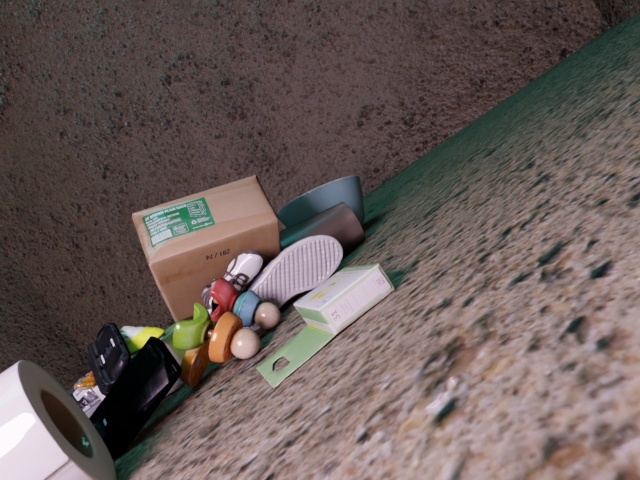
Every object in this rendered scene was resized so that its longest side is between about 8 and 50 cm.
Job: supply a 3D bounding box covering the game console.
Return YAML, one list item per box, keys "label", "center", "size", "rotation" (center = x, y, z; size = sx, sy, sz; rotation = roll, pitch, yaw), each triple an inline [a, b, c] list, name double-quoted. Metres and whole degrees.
- label: "game console"
  center: [-0.426, 0.275, 1.059]
  size: [0.213, 0.044, 0.361]
  rotation: [-54, 38, -7]

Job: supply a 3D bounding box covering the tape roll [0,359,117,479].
- label: "tape roll"
  center: [-0.452, 0.328, 0.741]
  size: [0.169, 0.246, 0.246]
  rotation: [-37, 5, -19]

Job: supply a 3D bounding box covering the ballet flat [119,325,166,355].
- label: "ballet flat"
  center: [-0.475, 0.252, 1.205]
  size: [0.231, 0.077, 0.077]
  rotation: [-31, 7, 27]

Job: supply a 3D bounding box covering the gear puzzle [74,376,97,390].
- label: "gear puzzle"
  center: [-0.583, 0.383, 1.403]
  size: [0.176, 0.044, 0.339]
  rotation: [-11, -10, 6]

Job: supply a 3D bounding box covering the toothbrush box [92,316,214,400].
- label: "toothbrush box"
  center: [-0.418, 0.321, 1.310]
  size: [0.206, 0.122, 0.283]
  rotation: [-34, 7, 15]

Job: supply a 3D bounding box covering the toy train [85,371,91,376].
- label: "toy train"
  center: [-0.692, 0.467, 1.747]
  size: [0.190, 0.142, 0.334]
  rotation: [-25, 6, 7]

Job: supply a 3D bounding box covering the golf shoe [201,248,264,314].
- label: "golf shoe"
  center: [-0.205, 0.107, 1.199]
  size: [0.198, 0.077, 0.093]
  rotation: [-45, 35, 17]

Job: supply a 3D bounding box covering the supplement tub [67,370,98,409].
- label: "supplement tub"
  center: [-0.732, 0.501, 1.528]
  size: [0.190, 0.117, 0.117]
  rotation: [-50, 4, 3]

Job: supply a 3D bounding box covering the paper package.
- label: "paper package"
  center: [-0.273, 0.023, 1.282]
  size: [0.325, 0.168, 0.309]
  rotation: [-20, -34, -16]

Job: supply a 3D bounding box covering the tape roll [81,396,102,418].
- label: "tape roll"
  center: [-0.633, 0.497, 1.370]
  size: [0.219, 0.072, 0.219]
  rotation: [-36, 4, 3]

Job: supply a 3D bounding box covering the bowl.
- label: "bowl"
  center: [0.025, -0.077, 1.672]
  size: [0.312, 0.163, 0.311]
  rotation: [-25, -5, -2]

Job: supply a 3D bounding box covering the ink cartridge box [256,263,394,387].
- label: "ink cartridge box"
  center: [-0.010, 0.127, 0.803]
  size: [0.235, 0.056, 0.171]
  rotation: [-34, 5, -16]

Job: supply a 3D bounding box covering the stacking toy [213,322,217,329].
- label: "stacking toy"
  center: [-0.349, 0.237, 1.671]
  size: [0.330, 0.141, 0.141]
  rotation: [-37, 2, 45]

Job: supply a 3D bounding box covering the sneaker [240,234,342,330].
- label: "sneaker"
  center: [-0.090, 0.092, 1.255]
  size: [0.321, 0.126, 0.127]
  rotation: [-37, 10, 0]

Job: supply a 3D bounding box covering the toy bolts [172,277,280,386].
- label: "toy bolts"
  center: [-0.187, 0.207, 1.064]
  size: [0.228, 0.159, 0.218]
  rotation: [-61, -17, -56]

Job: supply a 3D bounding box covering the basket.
- label: "basket"
  center: [0.000, 0.000, 1.411]
  size: [0.227, 0.154, 0.204]
  rotation: [-30, 32, -5]
